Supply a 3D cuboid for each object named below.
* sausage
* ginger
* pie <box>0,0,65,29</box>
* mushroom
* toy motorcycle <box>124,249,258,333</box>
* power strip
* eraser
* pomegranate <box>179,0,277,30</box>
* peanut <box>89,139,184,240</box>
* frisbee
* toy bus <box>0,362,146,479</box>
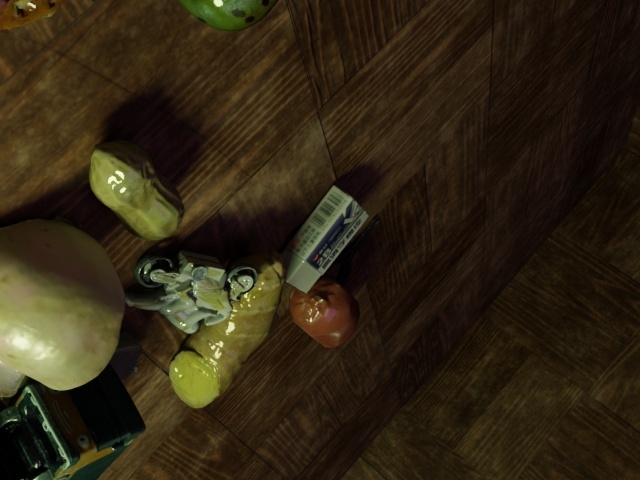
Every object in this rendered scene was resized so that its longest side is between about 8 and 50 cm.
[{"bbox_3d":[0.011,0.154,1.773,0.148,0.148,0.254,-52,161,-2],"label":"sausage"},{"bbox_3d":[-0.169,0.165,1.497,0.354,0.126,0.190,-54,166,11],"label":"ginger"},{"bbox_3d":[-0.301,-0.294,0.677,0.308,0.085,0.308,-37,155,-21],"label":"pie"},{"bbox_3d":[-0.365,0.098,0.993,0.236,0.173,0.162,-53,154,2],"label":"mushroom"},{"bbox_3d":[-0.213,0.088,1.324,0.228,0.074,0.151,7,118,-39],"label":"toy motorcycle"},{"bbox_3d":[-0.384,0.193,1.234,0.272,0.052,0.078,-3,126,-58],"label":"power strip"},{"bbox_3d":[0.000,0.000,1.629,0.210,0.068,0.124,-52,158,-1],"label":"eraser"},{"bbox_3d":[-0.115,-0.328,0.922,0.148,0.148,0.169,-45,129,-16],"label":"pomegranate"},{"bbox_3d":[-0.244,-0.063,1.077,0.090,0.098,0.214,-39,152,-5],"label":"peanut"},{"bbox_3d":[0.074,0.023,1.861,0.187,0.012,0.211,-49,155,-9],"label":"frisbee"},{"bbox_3d":[-0.388,0.303,1.179,0.167,0.138,0.275,-17,156,-48],"label":"toy bus"}]
